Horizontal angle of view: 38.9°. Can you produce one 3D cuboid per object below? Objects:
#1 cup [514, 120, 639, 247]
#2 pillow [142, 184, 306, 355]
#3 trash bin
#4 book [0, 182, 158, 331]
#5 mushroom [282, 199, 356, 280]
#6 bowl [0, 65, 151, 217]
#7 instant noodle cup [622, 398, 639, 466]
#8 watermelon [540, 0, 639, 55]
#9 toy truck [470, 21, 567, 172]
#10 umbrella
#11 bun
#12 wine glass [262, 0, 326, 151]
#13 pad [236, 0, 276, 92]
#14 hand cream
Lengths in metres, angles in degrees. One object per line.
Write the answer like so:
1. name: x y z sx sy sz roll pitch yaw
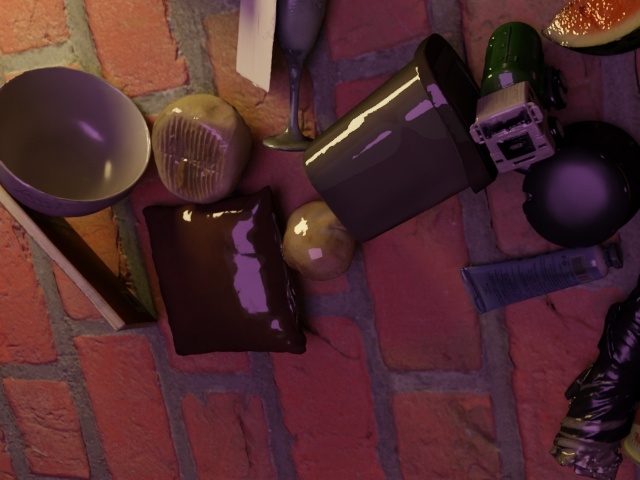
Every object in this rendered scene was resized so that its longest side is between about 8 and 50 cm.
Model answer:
1. cup: 0.354 -0.088 1.307 0.223 0.176 0.169 25 119 15
2. pillow: -0.184 0.066 1.655 0.305 0.108 0.308 -5 102 32
3. trash bin: 0.123 -0.141 1.356 0.250 0.220 0.219 -32 101 25
4. book: -0.462 0.025 1.701 0.028 0.262 0.374 -43 85 0
5. mushroom: 0.000 0.000 1.540 0.148 0.112 0.148 -7 68 19
6. bowl: -0.464 -0.158 1.631 0.287 0.287 0.144 48 140 4
7. instant noodle cup: 0.563 0.237 1.297 0.235 0.235 0.178 7 100 23
8. watermelon: 0.430 -0.332 1.262 0.245 0.063 0.119 -36 69 34
9. toy truck: 0.278 -0.209 1.276 0.101 0.242 0.125 -18 123 28
10. umbrella: 0.464 0.205 1.410 0.113 0.106 0.357 19 107 9
11. bun: -0.199 -0.160 1.578 0.178 0.128 0.193 22 126 18
12. wine glass: 0.044 -0.300 1.469 0.264 0.096 0.309 4 109 0
13. pad: -0.104 -0.368 1.472 0.156 0.004 0.232 42 132 54
14. hand cream: 0.345 0.053 1.428 0.256 0.055 0.088 -18 106 31
